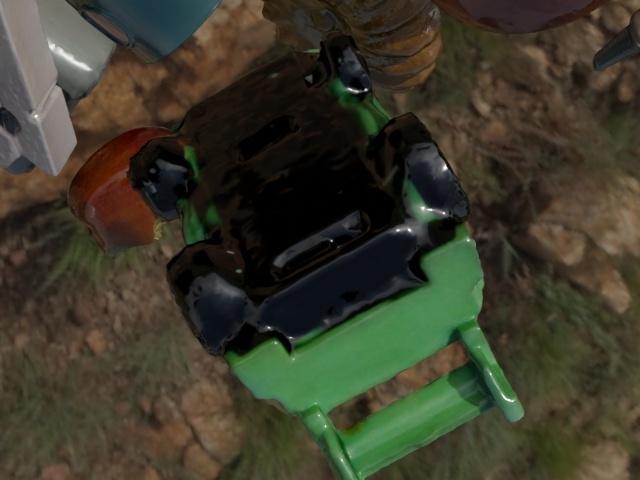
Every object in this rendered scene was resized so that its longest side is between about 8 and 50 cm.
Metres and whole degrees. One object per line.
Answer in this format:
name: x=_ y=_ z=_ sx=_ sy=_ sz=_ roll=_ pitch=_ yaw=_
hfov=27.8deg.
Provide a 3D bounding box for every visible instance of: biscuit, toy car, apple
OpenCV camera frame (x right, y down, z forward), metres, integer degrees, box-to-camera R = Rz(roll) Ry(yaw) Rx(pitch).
biscuit: x=0.025 y=-0.329 z=1.805 sx=0.107 sy=0.325 sz=0.326 roll=-46 pitch=134 yaw=-23
toy car: x=0.000 y=0.000 z=0.977 sx=0.213 sy=0.359 sz=0.176 roll=-31 pitch=128 yaw=1
apple: x=-0.227 y=-0.060 z=1.585 sx=0.158 sy=0.156 sz=0.147 roll=-24 pitch=113 yaw=-18

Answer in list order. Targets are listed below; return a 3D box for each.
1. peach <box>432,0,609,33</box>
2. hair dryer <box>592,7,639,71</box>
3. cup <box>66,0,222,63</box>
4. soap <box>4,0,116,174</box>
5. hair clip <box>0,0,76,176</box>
peach: x=0.218 y=-0.328 z=1.291 sx=0.281 sy=0.281 sz=0.238 roll=-14 pitch=137 yaw=-13
hair dryer: x=0.268 y=-0.196 z=0.883 sx=0.220 sy=0.054 sz=0.195 roll=-16 pitch=126 yaw=34
cup: x=-0.144 y=-0.237 z=0.893 sx=0.173 sy=0.299 sz=0.167 roll=33 pitch=76 yaw=-26
soap: x=-0.476 y=-0.330 z=1.670 sx=0.435 sy=0.350 sz=0.213 roll=35 pitch=116 yaw=-14
hair clip: x=-0.345 y=-0.205 z=1.415 sx=0.101 sy=0.085 sz=0.331 roll=9 pitch=144 yaw=13
